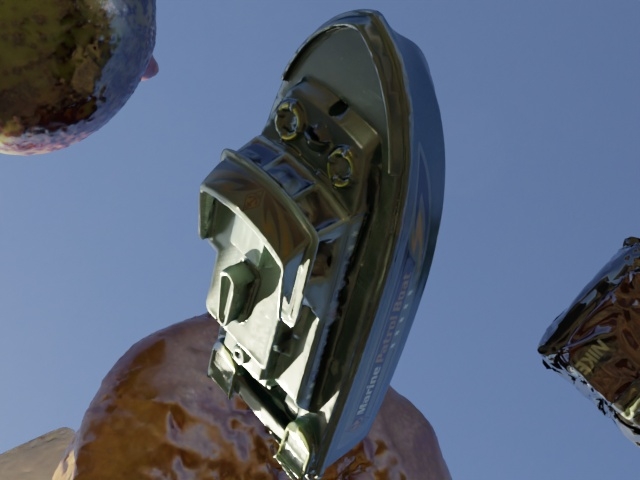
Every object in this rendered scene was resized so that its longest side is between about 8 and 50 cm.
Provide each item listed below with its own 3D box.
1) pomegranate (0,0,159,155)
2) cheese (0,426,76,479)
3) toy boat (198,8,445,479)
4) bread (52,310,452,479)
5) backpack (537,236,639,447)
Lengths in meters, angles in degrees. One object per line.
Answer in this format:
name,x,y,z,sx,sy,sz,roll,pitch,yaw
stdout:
pomegranate,-0.205,-0.162,1.007,0.214,0.248,0.214,-6,-104,26
cheese,-0.392,0.277,1.221,0.085,0.400,0.034,40,-37,45
toy boat,-0.003,0.002,0.730,0.114,0.122,0.296,43,-41,31
bread,-0.057,0.166,1.051,0.340,0.179,0.194,10,-38,-29
backpack,0.240,0.086,0.908,0.165,0.106,0.120,40,-78,19
